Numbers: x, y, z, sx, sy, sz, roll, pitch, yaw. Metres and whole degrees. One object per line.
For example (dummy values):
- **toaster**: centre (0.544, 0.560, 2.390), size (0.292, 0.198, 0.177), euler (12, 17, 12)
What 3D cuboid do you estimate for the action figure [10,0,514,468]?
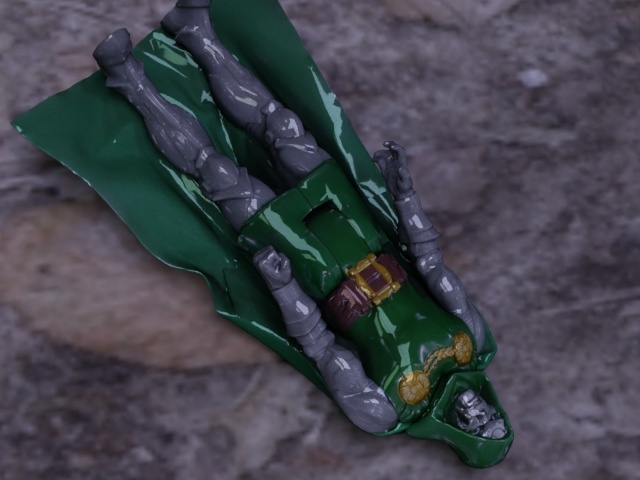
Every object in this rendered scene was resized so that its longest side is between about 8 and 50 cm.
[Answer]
- **action figure**: centre (0.000, 0.000, 0.764), size (0.137, 0.063, 0.232), euler (-38, 86, -25)
